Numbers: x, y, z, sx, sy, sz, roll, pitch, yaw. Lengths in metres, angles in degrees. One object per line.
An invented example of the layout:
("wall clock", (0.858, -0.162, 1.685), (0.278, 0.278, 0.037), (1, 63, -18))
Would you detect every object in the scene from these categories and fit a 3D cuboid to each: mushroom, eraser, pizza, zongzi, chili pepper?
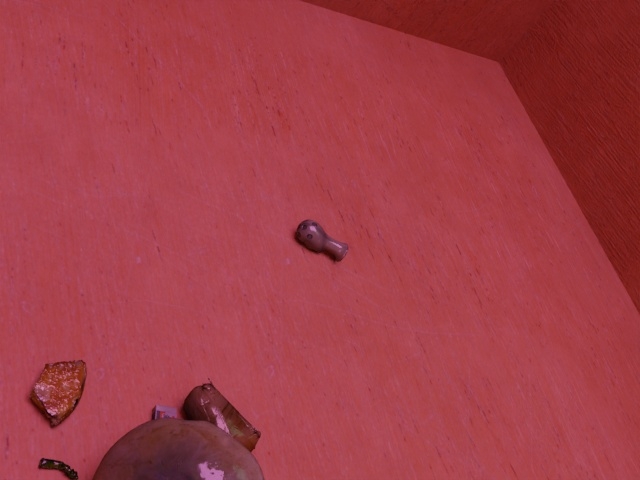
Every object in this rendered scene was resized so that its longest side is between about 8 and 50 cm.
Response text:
("mushroom", (-0.270, 0.511, 1.567), (0.352, 0.260, 0.352), (0, 71, 0))
("eraser", (-0.340, 0.417, 1.779), (0.052, 0.029, 0.122), (18, 44, -26))
("pizza", (-0.544, 0.309, 1.710), (0.099, 0.036, 0.160), (29, 40, -15))
("zongzi", (-0.253, 0.429, 1.794), (0.194, 0.099, 0.197), (47, 47, 7))
("chili pepper", (-0.513, 0.448, 1.621), (0.083, 0.022, 0.027), (27, 8, -16))

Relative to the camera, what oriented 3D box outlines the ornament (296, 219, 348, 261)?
("ornament", (0.000, 0.000, 2.407), (0.156, 0.081, 0.075), (31, 7, -17))
